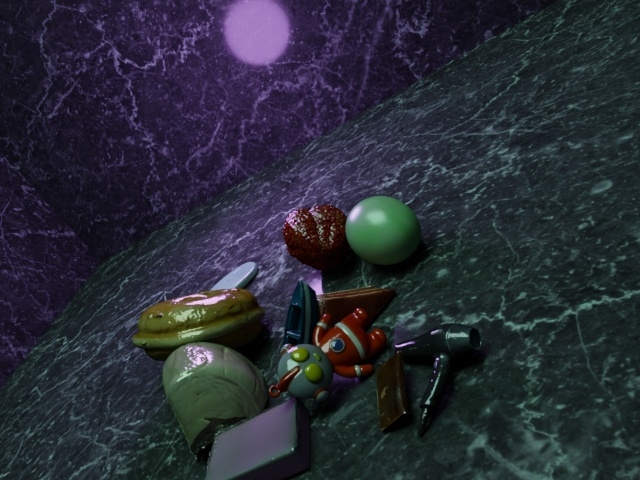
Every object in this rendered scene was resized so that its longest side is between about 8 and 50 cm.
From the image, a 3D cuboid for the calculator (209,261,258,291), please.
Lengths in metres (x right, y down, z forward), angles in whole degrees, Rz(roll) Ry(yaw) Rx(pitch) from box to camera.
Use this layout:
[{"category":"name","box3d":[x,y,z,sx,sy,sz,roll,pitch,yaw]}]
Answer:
[{"category":"calculator","box3d":[-0.388,0.193,2.288,0.295,0.042,0.184,-43,24,-22]}]

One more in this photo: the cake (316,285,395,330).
[{"category":"cake","box3d":[0.067,0.175,1.569,0.262,0.160,0.158,-44,22,-24]}]

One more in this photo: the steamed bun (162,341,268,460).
[{"category":"steamed bun","box3d":[-0.296,0.416,1.529,0.272,0.273,0.290,-25,23,-18]}]

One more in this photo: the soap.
[{"category":"soap","box3d":[-0.147,0.510,1.306,0.259,0.081,0.181,-28,25,12]}]

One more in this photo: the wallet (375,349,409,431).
[{"category":"wallet","box3d":[0.165,0.345,1.227,0.095,0.026,0.176,-48,23,29]}]

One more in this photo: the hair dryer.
[{"category":"hair dryer","box3d":[0.233,0.309,1.199,0.235,0.091,0.272,-24,27,45]}]

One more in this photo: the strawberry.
[{"category":"strawberry","box3d":[0.000,0.000,1.900,0.250,0.238,0.288,-18,31,-13]}]

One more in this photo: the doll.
[{"category":"doll","box3d":[0.010,0.297,1.364,0.336,0.105,0.200,-28,63,-24]}]

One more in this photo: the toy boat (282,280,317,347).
[{"category":"toy boat","box3d":[-0.053,0.261,1.465,0.096,0.061,0.299,2,85,62]}]

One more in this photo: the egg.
[{"category":"egg","box3d":[0.200,-0.030,1.710,0.220,0.220,0.269,-40,34,-12]}]

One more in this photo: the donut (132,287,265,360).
[{"category":"donut","box3d":[-0.407,0.282,1.805,0.449,0.198,0.449,-12,2,0]}]
